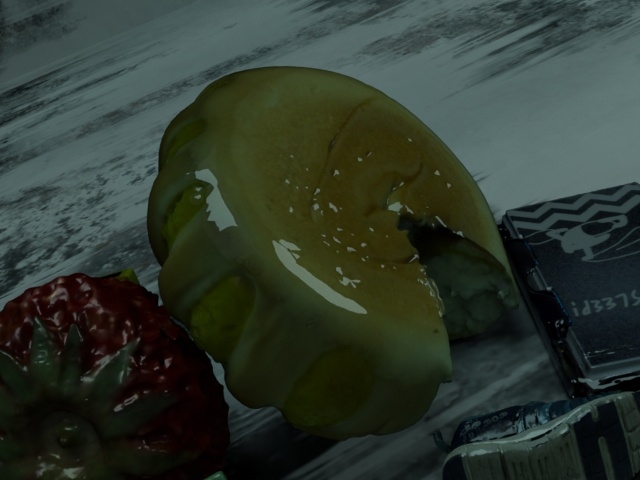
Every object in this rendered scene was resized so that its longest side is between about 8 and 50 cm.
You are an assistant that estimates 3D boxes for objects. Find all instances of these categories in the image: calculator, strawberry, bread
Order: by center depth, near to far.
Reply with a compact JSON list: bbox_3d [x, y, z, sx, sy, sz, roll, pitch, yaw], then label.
[{"bbox_3d":[-0.164,0.115,0.682,0.205,0.205,0.244,-17,7,7],"label":"strawberry"},{"bbox_3d":[0.000,0.000,0.689,0.160,0.333,0.333,-49,8,37],"label":"bread"},{"bbox_3d":[0.251,0.027,0.718,0.165,0.028,0.274,-14,30,5],"label":"calculator"}]

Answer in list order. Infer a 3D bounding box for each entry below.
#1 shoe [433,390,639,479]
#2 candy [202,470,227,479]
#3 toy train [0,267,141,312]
[{"bbox_3d":[0.146,0.133,0.563,0.142,0.064,0.071,-18,16,3],"label":"shoe"},{"bbox_3d":[-0.188,0.223,0.554,0.287,0.084,0.078,-32,-10,-2],"label":"candy"},{"bbox_3d":[-0.258,0.093,0.876,0.219,0.089,0.127,-17,17,8],"label":"toy train"}]
